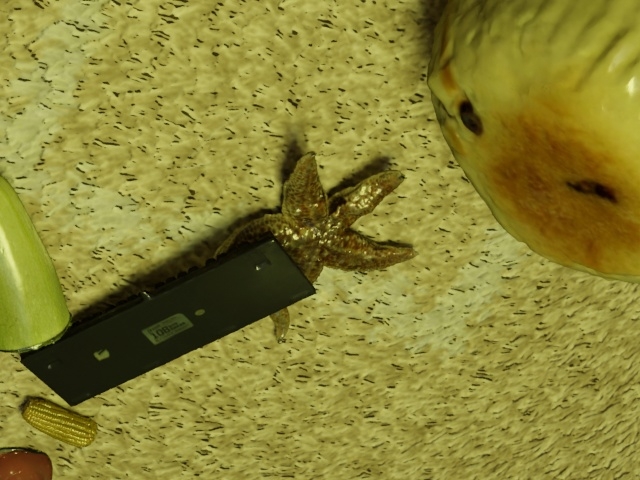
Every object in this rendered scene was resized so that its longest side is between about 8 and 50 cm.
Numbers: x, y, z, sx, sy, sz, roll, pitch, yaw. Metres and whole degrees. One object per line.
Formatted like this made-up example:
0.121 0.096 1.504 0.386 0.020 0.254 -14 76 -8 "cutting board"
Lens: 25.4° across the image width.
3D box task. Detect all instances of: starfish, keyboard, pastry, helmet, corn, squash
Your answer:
0.000 0.000 1.509 0.236 0.062 0.277 -4 131 -15 "starfish"
-0.164 0.082 1.494 0.317 0.027 0.106 -24 130 16 "keyboard"
0.302 -0.151 1.330 0.312 0.389 0.388 -46 129 -24 "pastry"
-0.340 0.270 1.588 0.084 0.049 0.065 5 121 -19 "helmet"
-0.288 0.202 1.569 0.092 0.037 0.037 32 108 -28 "corn"
-0.325 0.000 1.409 0.094 0.094 0.224 -18 118 -5 "squash"
